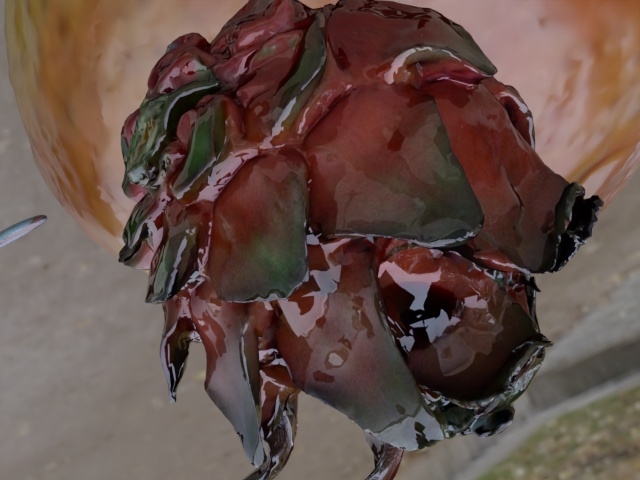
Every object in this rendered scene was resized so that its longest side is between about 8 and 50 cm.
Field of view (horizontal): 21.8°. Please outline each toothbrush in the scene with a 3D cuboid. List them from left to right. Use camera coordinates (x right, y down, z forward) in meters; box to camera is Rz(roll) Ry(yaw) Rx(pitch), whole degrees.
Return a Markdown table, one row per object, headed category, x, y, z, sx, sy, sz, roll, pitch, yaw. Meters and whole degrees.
| category | x | y | z | sx | sy | sz | roll | pitch | yaw |
| --- | --- | --- | --- | --- | --- | --- | --- | --- | --- |
| toothbrush | -0.312 | 0.024 | 1.378 | 0.193 | 0.019 | 0.013 | -29 | 124 | -18 |

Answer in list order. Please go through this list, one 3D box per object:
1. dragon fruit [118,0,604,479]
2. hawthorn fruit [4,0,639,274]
| category | x | y | z | sx | sy | sz | roll | pitch | yaw |
| --- | --- | --- | --- | --- | --- | --- | --- | --- | --- |
| dragon fruit | 0.006 | -0.004 | 0.449 | 0.121 | 0.142 | 0.130 | -22 | 168 | -7 |
| hawthorn fruit | 0.017 | -0.163 | 1.051 | 0.471 | 0.472 | 0.472 | -23 | 165 | -6 |
